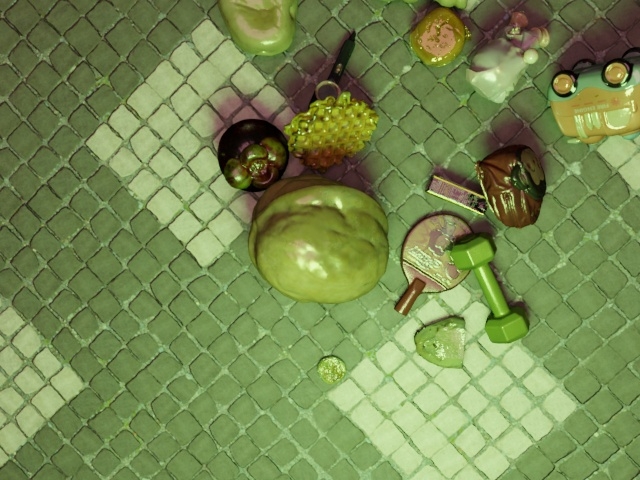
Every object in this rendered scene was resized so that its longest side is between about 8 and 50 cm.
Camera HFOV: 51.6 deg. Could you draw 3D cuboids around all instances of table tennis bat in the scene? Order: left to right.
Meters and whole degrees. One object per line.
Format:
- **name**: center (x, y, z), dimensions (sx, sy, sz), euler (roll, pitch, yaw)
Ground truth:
- **table tennis bat**: center (0.302, 0.070, 1.819), dimensions (0.200, 0.038, 0.310), euler (33, 93, 1)

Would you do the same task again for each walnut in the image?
- **walnut**: center (0.000, 0.000, 1.676), dimensions (0.382, 0.381, 0.380), euler (0, 94, 5)

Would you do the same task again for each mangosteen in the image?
- **mangosteen**: center (-0.176, -0.223, 1.754), dimensions (0.210, 0.210, 0.209), euler (0, 94, 5)

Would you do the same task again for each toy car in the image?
- **toy car**: center (0.714, -0.349, 1.652), dimensions (0.271, 0.181, 0.212), euler (-4, 109, 42)

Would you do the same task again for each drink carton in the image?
- **drink carton**: center (0.368, -0.123, 1.779), dimensions (0.166, 0.071, 0.056), euler (23, 99, 2)

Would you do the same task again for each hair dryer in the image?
- **hair dryer**: center (0.044, -0.448, 1.784), dimensions (0.070, 0.128, 0.255), euler (26, 74, -5)

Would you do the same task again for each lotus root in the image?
- **lotus root**: center (0.330, 0.286, 1.812), dimensions (0.144, 0.070, 0.142), euler (-6, 93, 6)

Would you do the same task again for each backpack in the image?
- **backpack**: center (0.499, -0.135, 1.704), dimensions (0.139, 0.229, 0.229), euler (-12, 94, 35)

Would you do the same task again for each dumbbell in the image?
- **dumbbell**: center (0.451, 0.126, 1.755), dimensions (0.108, 0.121, 0.301), euler (-23, 98, 26)

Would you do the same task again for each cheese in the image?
- **cheese**: center (-0.160, -0.613, 1.766), dimensions (0.235, 0.117, 0.218), euler (43, 95, -3)

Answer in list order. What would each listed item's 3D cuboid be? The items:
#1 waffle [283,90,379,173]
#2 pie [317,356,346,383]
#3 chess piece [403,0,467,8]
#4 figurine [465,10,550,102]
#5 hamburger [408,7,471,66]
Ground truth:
- **waffle**: center (0.033, -0.283, 1.737), dimensions (0.238, 0.243, 0.058), euler (-40, 52, 13)
- **pie**: center (0.032, 0.365, 1.870), dimensions (0.084, 0.021, 0.084), euler (1, 95, 9)
- **chess piece**: center (0.258, -0.675, 1.725), dimensions (0.261, 0.143, 0.142), euler (3, 95, 12)
- **figurine**: center (0.475, -0.470, 1.691), dimensions (0.133, 0.200, 0.276), euler (44, 68, -15)
- **hamburger**: center (0.314, -0.533, 1.748), dimensions (0.147, 0.083, 0.138), euler (-42, 94, 10)
